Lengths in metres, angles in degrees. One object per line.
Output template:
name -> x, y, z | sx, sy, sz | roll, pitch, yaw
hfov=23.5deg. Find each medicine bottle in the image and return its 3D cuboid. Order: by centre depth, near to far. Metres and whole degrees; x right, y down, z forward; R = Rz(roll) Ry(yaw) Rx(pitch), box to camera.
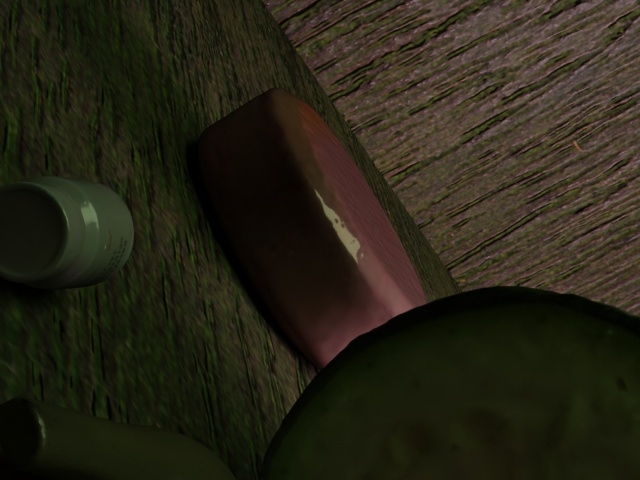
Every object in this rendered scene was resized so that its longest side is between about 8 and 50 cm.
medicine bottle -> -0.122, -0.003, 0.705 | 0.052, 0.052, 0.089 | 60, 8, 5

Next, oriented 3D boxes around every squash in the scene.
squash -> 0.148, 0.199, 0.875 | 0.263, 0.263, 0.384 | 63, 9, 25

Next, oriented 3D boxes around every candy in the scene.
candy -> 0.000, 0.000, 1.233 | 0.255, 0.094, 0.255 | 57, 9, -14

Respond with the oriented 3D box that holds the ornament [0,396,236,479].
ornament -> -0.030, 0.179, 0.577 | 0.230, 0.061, 0.245 | 65, 13, 22
